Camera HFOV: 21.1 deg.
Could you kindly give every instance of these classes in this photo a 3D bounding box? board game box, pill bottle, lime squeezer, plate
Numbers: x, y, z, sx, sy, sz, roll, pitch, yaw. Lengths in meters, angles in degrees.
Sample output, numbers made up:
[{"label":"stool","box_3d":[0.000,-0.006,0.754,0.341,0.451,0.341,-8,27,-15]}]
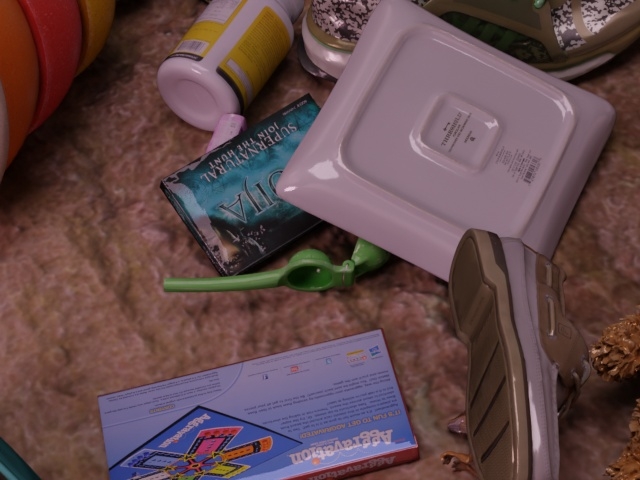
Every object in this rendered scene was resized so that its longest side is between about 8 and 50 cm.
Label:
[{"label":"board game box","box_3d":[-0.061,0.175,1.605,0.281,0.027,0.145,-13,48,-3]},{"label":"pill bottle","box_3d":[-0.093,-0.214,1.888,0.103,0.103,0.184,19,55,23]},{"label":"lime squeezer","box_3d":[0.000,0.000,1.710,0.310,0.059,0.110,-32,80,-16]},{"label":"plate","box_3d":[0.135,-0.099,1.723,0.278,0.045,0.277,27,62,3]},{"label":"board game box","box_3d":[-0.053,-0.054,1.763,0.186,0.026,0.126,-33,81,-18]}]

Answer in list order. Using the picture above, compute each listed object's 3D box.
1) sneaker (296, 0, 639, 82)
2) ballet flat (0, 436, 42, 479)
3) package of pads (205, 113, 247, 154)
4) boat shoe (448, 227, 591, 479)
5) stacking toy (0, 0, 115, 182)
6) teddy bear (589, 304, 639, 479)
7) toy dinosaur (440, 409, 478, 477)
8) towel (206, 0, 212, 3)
[{"label":"sneaker","box_3d":[0.170,-0.273,1.846,0.410,0.182,0.158,-6,49,3]},{"label":"ballet flat","box_3d":[-0.240,0.292,1.473,0.483,0.164,0.182,25,79,33]},{"label":"package of pads","box_3d":[-0.100,-0.088,1.818,0.032,0.050,0.083,7,52,14]},{"label":"boat shoe","box_3d":[0.188,0.110,1.530,0.103,0.113,0.302,11,45,-14]},{"label":"stacking toy","box_3d":[-0.349,-0.257,1.889,0.351,0.350,0.480,22,38,25]},{"label":"teddy bear","box_3d":[0.363,0.114,1.540,0.245,0.113,0.338,23,57,23]},{"label":"toy dinosaur","box_3d":[0.169,0.219,1.511,0.112,0.064,0.211,-31,53,-18]},{"label":"towel","box_3d":[-0.068,-0.310,2.016,0.148,0.027,0.110,-35,53,-18]}]
